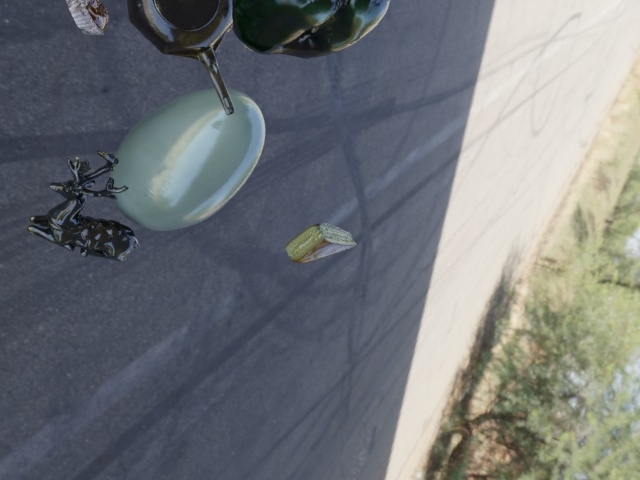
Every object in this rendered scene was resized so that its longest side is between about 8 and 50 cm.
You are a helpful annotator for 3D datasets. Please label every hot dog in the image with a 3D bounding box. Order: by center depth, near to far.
[{"bbox_3d":[-0.401,-0.416,1.007,0.053,0.192,0.099,-25,141,-2],"label":"hot dog"}]

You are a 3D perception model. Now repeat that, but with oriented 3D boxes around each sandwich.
[{"bbox_3d":[0.000,0.000,0.697,0.083,0.031,0.044,-17,153,-6],"label":"sandwich"}]

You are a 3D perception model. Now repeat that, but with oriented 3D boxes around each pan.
[{"bbox_3d":[-0.136,-0.263,0.712,0.202,0.048,0.128,42,88,-27],"label":"pan"}]

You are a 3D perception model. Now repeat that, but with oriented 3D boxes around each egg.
[{"bbox_3d":[-0.260,-0.157,1.166,0.370,0.230,0.230,-31,171,26],"label":"egg"}]

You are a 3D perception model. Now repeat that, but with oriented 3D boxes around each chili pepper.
[{"bbox_3d":[-0.025,-0.419,0.945,0.248,0.256,0.233,-1,77,-36],"label":"chili pepper"}]

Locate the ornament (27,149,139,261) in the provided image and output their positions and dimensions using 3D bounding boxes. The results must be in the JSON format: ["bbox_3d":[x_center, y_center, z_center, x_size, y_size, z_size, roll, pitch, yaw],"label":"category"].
[{"bbox_3d":[-0.392,-0.059,1.069,0.202,0.080,0.236,19,135,-31],"label":"ornament"}]

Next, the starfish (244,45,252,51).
[{"bbox_3d":[-0.200,-0.675,1.570,0.113,0.312,0.303,-56,177,-39],"label":"starfish"}]
